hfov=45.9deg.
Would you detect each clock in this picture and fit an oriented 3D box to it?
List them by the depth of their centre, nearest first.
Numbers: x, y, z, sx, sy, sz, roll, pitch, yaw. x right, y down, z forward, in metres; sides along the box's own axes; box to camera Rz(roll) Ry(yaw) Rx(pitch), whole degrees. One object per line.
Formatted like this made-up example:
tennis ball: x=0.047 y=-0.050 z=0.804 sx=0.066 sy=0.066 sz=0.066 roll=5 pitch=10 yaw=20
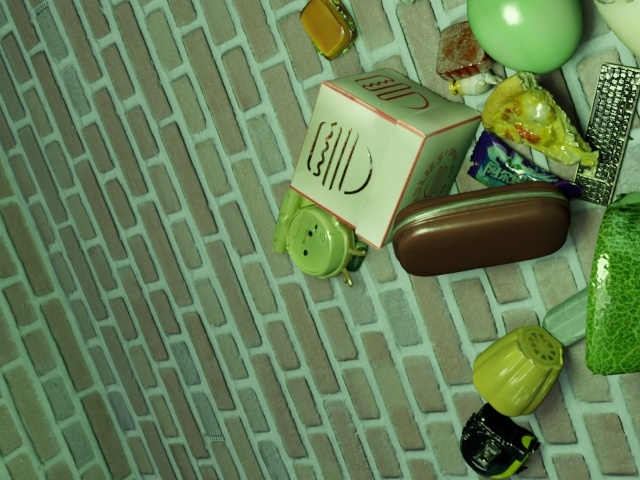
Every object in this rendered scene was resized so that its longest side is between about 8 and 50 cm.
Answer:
clock: x=0.000 y=0.000 z=2.154 sx=0.308 sy=0.096 sz=0.235 roll=40 pitch=126 yaw=33

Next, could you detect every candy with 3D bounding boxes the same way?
candy: x=0.477 y=-0.145 z=1.802 sx=0.275 sy=0.070 sz=0.145 roll=35 pitch=137 yaw=19

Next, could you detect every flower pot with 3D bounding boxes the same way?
flower pot: x=0.500 y=0.312 z=1.872 sx=0.195 sy=0.195 sz=0.179 roll=42 pitch=135 yaw=15

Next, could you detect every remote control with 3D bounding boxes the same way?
remote control: x=0.639 y=0.176 z=1.822 sx=0.104 sy=0.052 sz=0.247 roll=53 pitch=132 yaw=9

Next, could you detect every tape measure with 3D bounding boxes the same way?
tape measure: x=0.474 y=0.562 z=2.056 sx=0.199 sy=0.112 sz=0.186 roll=38 pitch=128 yaw=20

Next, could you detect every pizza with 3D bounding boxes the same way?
pizza: x=0.491 y=-0.244 z=1.671 sx=0.288 sy=0.075 sz=0.280 roll=37 pitch=166 yaw=14

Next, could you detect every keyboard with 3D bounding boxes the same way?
keyboard: x=0.637 y=-0.229 z=1.679 sx=0.106 sy=0.027 sz=0.317 roll=20 pitch=118 yaw=30

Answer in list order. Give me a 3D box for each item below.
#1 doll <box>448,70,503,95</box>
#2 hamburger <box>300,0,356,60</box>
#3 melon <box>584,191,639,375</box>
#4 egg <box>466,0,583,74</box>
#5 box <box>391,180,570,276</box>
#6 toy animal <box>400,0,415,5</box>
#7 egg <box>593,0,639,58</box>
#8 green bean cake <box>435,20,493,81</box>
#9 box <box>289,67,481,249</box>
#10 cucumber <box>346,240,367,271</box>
doll: x=0.368 y=-0.384 z=1.786 sx=0.127 sy=0.073 sz=0.084 roll=-2 pitch=95 yaw=40
hamburger: x=0.021 y=-0.556 z=1.960 sx=0.137 sy=0.087 sz=0.166 roll=-35 pitch=84 yaw=40
melon: x=0.692 y=0.082 z=1.632 sx=0.331 sy=0.226 sz=0.343 roll=-16 pitch=113 yaw=4
egg: x=0.435 y=-0.480 z=1.602 sx=0.269 sy=0.220 sz=0.220 roll=46 pitch=129 yaw=0
box: x=0.363 y=-0.023 z=1.724 sx=0.404 sy=0.263 sz=0.108 roll=-10 pitch=61 yaw=7
toy animal: x=0.172 y=-0.715 z=1.796 sx=0.302 sy=0.225 sz=0.284 roll=20 pitch=98 yaw=15
egg: x=0.727 y=-0.434 z=1.348 sx=0.340 sy=0.354 sz=0.354 roll=41 pitch=130 yaw=-13
green bean cake: x=0.339 y=-0.443 z=1.757 sx=0.136 sy=0.056 sz=0.135 roll=-6 pitch=68 yaw=41
box: x=0.156 y=-0.215 z=1.852 sx=0.300 sy=0.312 sz=0.314 roll=34 pitch=124 yaw=23
cucumber: x=0.098 y=0.050 z=2.167 sx=0.048 sy=0.048 sz=0.105 roll=32 pitch=124 yaw=23
